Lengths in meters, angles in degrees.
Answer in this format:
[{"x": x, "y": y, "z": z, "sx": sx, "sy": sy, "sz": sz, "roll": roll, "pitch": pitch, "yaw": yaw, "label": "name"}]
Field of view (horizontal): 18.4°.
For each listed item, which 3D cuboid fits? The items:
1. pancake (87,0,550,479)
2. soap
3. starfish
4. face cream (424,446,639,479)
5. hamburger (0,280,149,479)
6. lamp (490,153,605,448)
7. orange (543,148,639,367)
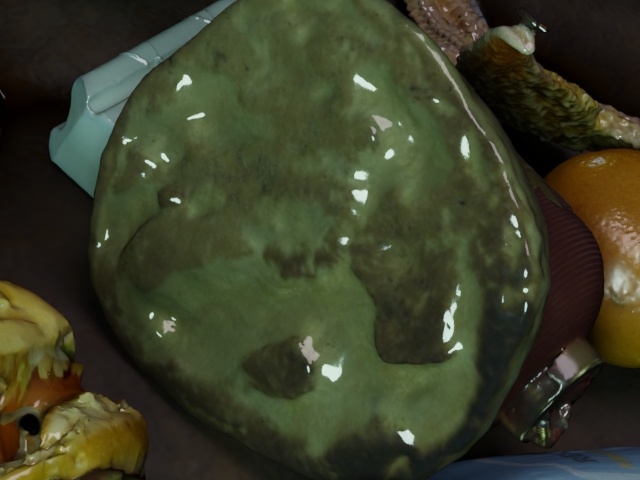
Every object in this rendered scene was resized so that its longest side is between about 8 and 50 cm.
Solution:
[{"x": 0.000, "y": 0.000, "z": 1.114, "sx": 0.294, "sy": 0.294, "sz": 0.049, "roll": 47, "pitch": 26, "yaw": 18, "label": "pancake"}, {"x": -0.072, "y": -0.082, "z": 1.298, "sx": 0.119, "sy": 0.066, "sz": 0.198, "roll": 40, "pitch": 43, "yaw": 14, "label": "soap"}, {"x": 0.149, "y": -0.138, "z": 1.377, "sx": 0.398, "sy": 0.132, "sz": 0.384, "roll": 41, "pitch": 16, "yaw": 36, "label": "starfish"}, {"x": 0.218, "y": 0.162, "z": 1.198, "sx": 0.385, "sy": 0.135, "sz": 0.086, "roll": 8, "pitch": 85, "yaw": -25, "label": "face cream"}, {"x": -0.206, "y": 0.112, "z": 0.920, "sx": 0.244, "sy": 0.244, "sz": 0.163, "roll": -11, "pitch": 66, "yaw": -36, "label": "hamburger"}, {"x": 0.071, "y": 0.015, "z": 1.207, "sx": 0.258, "sy": 0.180, "sz": 0.180, "roll": 45, "pitch": 44, "yaw": 15, "label": "lamp"}, {"x": 0.205, "y": 0.014, "z": 1.316, "sx": 0.156, "sy": 0.124, "sz": 0.156, "roll": 7, "pitch": 50, "yaw": -8, "label": "orange"}]
